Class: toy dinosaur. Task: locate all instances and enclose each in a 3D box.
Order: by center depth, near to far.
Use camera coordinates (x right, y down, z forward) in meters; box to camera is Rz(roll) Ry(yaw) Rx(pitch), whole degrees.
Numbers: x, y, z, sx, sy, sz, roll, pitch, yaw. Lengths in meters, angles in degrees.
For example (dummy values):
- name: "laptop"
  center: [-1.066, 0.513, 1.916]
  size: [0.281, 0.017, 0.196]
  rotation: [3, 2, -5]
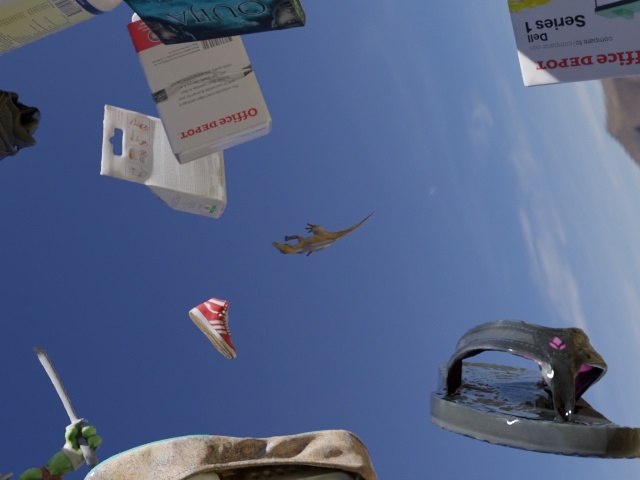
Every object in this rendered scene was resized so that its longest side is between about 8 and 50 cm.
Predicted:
- name: "toy dinosaur"
  center: [0.000, 0.000, 1.494]
  size: [0.183, 0.092, 0.053]
  rotation: [-18, -80, -23]

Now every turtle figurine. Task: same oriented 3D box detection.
- name: "turtle figurine"
  center: [-0.297, 0.277, 1.052]
  size: [0.198, 0.266, 0.275]
  rotation: [99, -169, -74]

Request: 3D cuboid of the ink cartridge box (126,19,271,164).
- name: "ink cartridge box"
  center: [-0.201, -0.269, 1.530]
  size: [0.100, 0.172, 0.237]
  rotation: [118, 131, -82]

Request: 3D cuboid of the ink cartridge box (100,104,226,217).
- name: "ink cartridge box"
  center: [-0.282, -0.140, 1.619]
  size: [0.224, 0.056, 0.181]
  rotation: [11, -134, -22]

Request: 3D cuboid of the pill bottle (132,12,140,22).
- name: "pill bottle"
  center: [-0.259, -0.472, 1.767]
  size: [0.221, 0.121, 0.121]
  rotation: [-55, -49, -24]

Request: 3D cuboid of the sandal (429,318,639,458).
- name: "sandal"
  center: [0.181, 0.126, 0.864]
  size: [0.446, 0.167, 0.107]
  rotation: [83, -168, -88]

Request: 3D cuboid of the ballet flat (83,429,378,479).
- name: "ballet flat"
  center: [-0.079, 0.253, 0.916]
  size: [0.106, 0.316, 0.108]
  rotation: [-128, 41, -51]

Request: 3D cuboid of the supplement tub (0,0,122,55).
- name: "supplement tub"
  center: [-0.486, -0.415, 1.385]
  size: [0.235, 0.324, 0.235]
  rotation: [-18, -90, -79]

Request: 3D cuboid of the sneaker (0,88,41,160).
- name: "sneaker"
  center: [-0.493, -0.138, 1.377]
  size: [0.130, 0.228, 0.087]
  rotation: [0, -135, -24]

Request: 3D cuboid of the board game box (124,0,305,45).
- name: "board game box"
  center: [-0.123, -0.277, 1.053]
  size: [0.126, 0.186, 0.026]
  rotation: [45, -136, -65]

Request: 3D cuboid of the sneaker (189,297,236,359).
- name: "sneaker"
  center: [-0.175, 0.155, 1.639]
  size: [0.067, 0.042, 0.118]
  rotation: [-35, -104, -29]

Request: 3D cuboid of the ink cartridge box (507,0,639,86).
- name: "ink cartridge box"
  center: [0.337, -0.343, 1.120]
  size: [0.117, 0.201, 0.278]
  rotation: [-45, -54, -45]
